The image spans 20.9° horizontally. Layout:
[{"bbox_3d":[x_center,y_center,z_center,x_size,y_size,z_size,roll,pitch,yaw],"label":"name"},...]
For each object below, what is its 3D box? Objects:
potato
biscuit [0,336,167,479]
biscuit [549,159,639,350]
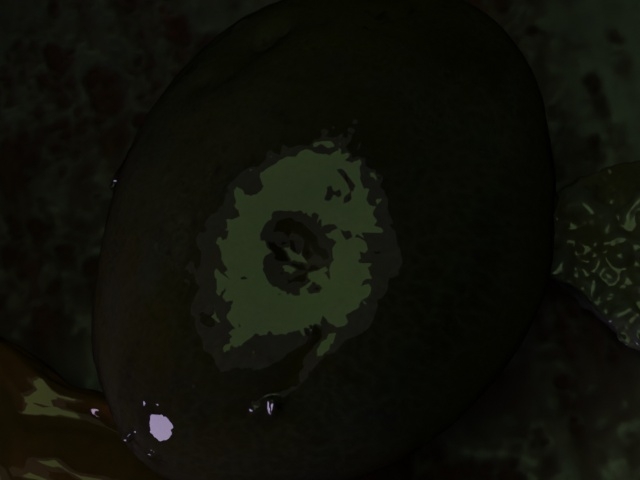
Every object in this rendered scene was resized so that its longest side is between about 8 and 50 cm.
[{"bbox_3d":[0.000,0.000,0.722,0.235,0.160,0.178,-50,42,-13],"label":"potato"},{"bbox_3d":[-0.198,0.183,0.762,0.351,0.057,0.312,24,78,17],"label":"biscuit"},{"bbox_3d":[0.209,0.036,0.734,0.133,0.032,0.250,-44,69,-5],"label":"biscuit"}]
